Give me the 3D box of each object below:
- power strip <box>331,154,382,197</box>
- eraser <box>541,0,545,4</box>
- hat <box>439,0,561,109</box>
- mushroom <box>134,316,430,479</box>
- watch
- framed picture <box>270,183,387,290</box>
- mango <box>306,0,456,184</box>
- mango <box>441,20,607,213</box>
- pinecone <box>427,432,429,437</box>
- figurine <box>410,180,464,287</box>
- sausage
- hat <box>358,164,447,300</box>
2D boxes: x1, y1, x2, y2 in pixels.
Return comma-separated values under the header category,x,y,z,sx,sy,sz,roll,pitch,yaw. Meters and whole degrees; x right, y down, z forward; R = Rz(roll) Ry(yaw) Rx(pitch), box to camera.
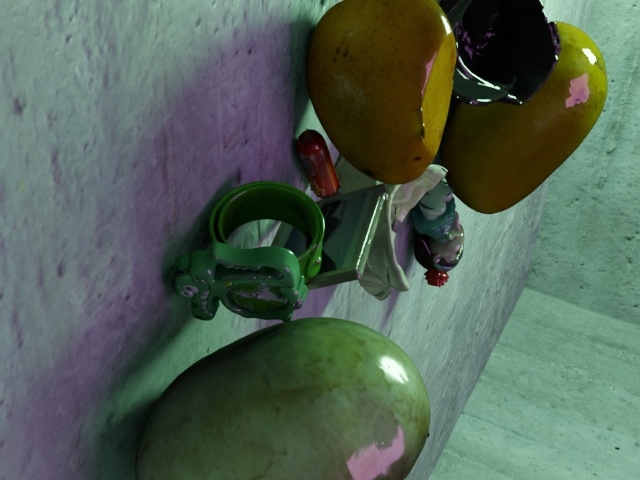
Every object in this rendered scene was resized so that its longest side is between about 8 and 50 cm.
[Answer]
category,x,y,z,sx,sy,sz,roll,pitch,yaw
power strip,0.081,-0.147,1.454,0.286,0.080,0.048,-67,162,-8
eraser,0.424,-0.499,2.068,0.227,0.081,0.174,-25,133,-64
hat,0.241,-0.338,1.650,0.336,0.209,0.238,-23,111,-43
mushroom,-0.042,0.233,1.114,0.352,0.352,0.260,-36,104,-59
watch,-0.080,0.003,1.090,0.131,0.165,0.152,93,3,-56
framed picture,0.000,0.000,1.216,0.015,0.150,0.203,64,26,-27
mango,0.075,-0.193,1.218,0.160,0.191,0.290,-48,146,-35
mango,0.412,-0.243,1.981,0.300,0.232,0.446,-1,133,-33
pinecone,0.081,0.330,1.732,0.221,0.221,0.221,-54,155,-40
figurine,0.241,-0.018,1.997,0.138,0.110,0.245,-59,153,-26
sausage,-0.005,-0.108,1.304,0.145,0.048,0.050,69,21,-62
hat,0.096,-0.026,1.570,0.164,0.226,0.219,32,67,-29
